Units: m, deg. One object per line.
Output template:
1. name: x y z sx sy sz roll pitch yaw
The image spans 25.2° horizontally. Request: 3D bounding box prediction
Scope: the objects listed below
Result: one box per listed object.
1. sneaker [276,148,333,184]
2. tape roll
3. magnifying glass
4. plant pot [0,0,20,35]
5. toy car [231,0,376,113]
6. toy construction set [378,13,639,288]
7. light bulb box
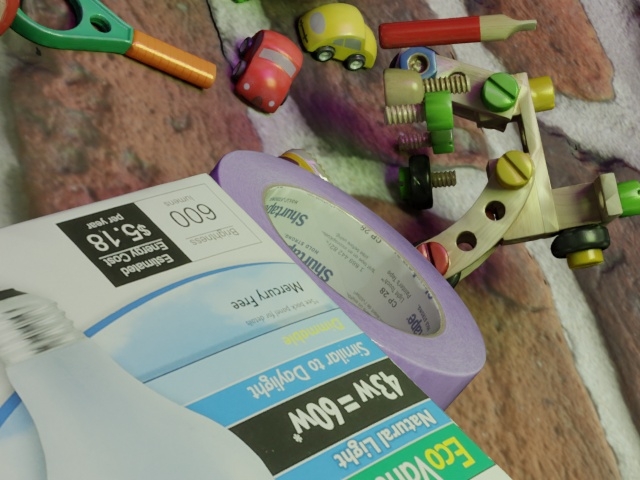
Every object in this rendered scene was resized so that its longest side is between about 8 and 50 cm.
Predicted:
1. sneaker: 0.000 0.000 1.357 0.185 0.069 0.084 47 47 11
2. tape roll: 0.004 0.045 1.191 0.275 0.090 0.275 34 20 -14
3. magnifying glass: -0.205 -0.201 1.375 0.231 0.026 0.092 23 44 -27
4. plant pot: -0.316 -0.270 1.207 0.191 0.191 0.174 31 44 -17
5. toy car: -0.053 -0.258 1.534 0.225 0.053 0.239 51 39 7
6. toy construction set: 0.185 -0.098 1.368 0.237 0.308 0.257 -5 57 6
7. light bulb box: -0.118 0.182 0.901 0.361 0.225 0.358 44 38 22
